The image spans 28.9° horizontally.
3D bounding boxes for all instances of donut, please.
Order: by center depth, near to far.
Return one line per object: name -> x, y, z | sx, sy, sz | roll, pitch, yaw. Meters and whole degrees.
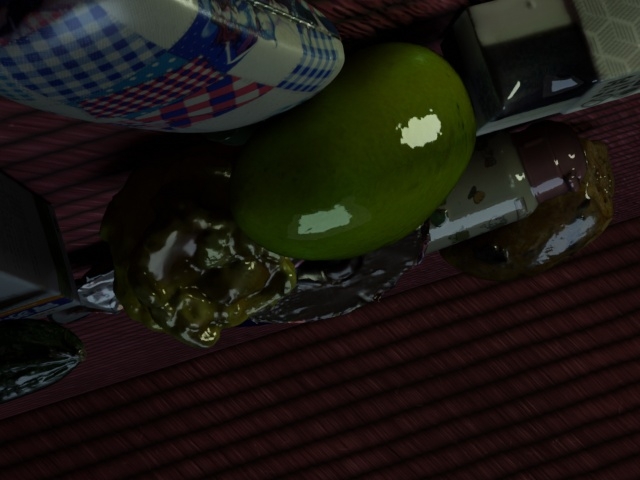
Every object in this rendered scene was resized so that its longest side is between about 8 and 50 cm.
donut -> -0.009, -0.004, 1.364 | 0.270, 0.103, 0.269 | -13, 151, -7

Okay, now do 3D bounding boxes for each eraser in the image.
eraser -> 0.309, -0.191, 1.057 | 0.404, 0.096, 0.098 | -16, 173, -12

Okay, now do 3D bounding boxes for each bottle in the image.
bottle -> 0.206, -0.072, 1.554 | 0.253, 0.120, 0.120 | -21, 172, 12

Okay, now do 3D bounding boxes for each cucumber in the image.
cucumber -> -0.324, 0.116, 1.053 | 0.265, 0.077, 0.077 | -20, 172, 7

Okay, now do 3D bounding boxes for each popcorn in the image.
popcorn -> -0.100, -0.001, 1.123 | 0.197, 0.197, 0.155 | -14, -160, -28

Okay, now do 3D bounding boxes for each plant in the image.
plant -> -0.065, -0.101, 1.006 | 0.051, 0.051, 0.102 | -21, 179, 19

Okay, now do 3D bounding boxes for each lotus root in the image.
lotus root -> 0.291, -0.035, 1.777 | 0.291, 0.193, 0.193 | -25, 170, 37

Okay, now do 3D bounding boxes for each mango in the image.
mango -> 0.034, -0.070, 0.978 | 0.185, 0.149, 0.273 | -36, -179, 15

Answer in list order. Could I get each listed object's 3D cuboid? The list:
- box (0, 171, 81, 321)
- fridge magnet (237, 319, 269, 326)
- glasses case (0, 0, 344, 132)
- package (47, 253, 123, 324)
box -> -0.338, 0.024, 1.040 | 0.200, 0.106, 0.299 | -18, 173, -1
fridge magnet -> -0.062, 0.062, 1.870 | 0.265, 0.112, 0.265 | -19, 173, -3
glasses case -> -0.086, -0.116, 0.750 | 0.125, 0.076, 0.327 | -23, 172, 20
package -> -0.210, 0.027, 1.515 | 0.269, 0.071, 0.194 | -29, 177, -15
